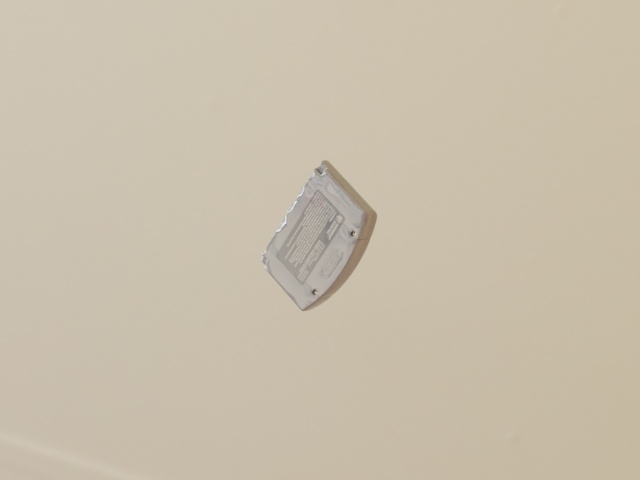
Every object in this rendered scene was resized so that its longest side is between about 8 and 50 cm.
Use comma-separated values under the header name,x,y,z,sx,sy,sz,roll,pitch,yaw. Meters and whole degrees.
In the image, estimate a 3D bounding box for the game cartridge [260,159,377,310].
name,x,y,z,sx,sy,sz,roll,pitch,yaw
game cartridge,0.000,0.000,0.989,0.056,0.017,0.083,51,-55,27
